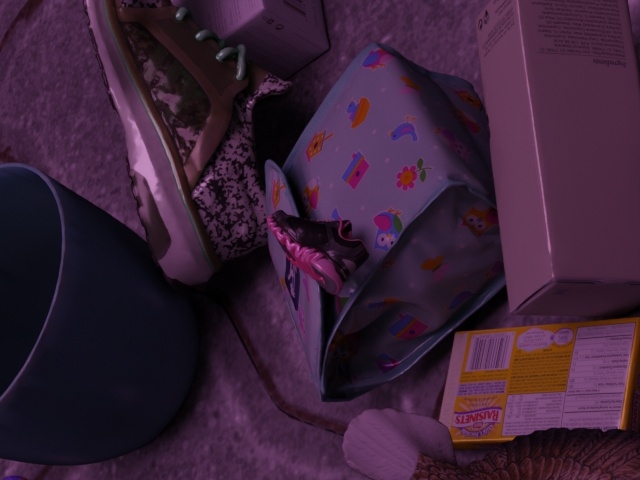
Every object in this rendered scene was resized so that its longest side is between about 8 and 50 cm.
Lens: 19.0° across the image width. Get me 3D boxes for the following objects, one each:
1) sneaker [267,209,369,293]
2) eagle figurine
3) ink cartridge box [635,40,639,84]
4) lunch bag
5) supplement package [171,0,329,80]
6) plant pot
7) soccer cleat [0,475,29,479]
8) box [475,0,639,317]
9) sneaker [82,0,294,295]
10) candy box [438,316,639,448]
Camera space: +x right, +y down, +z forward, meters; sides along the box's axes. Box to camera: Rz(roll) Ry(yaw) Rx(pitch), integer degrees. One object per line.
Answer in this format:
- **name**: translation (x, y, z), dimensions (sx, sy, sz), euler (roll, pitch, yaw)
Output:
- **sneaker**: translation (0.000, 0.000, 1.630), dimensions (0.057, 0.047, 0.119), euler (-41, 41, -9)
- **eagle figurine**: translation (0.151, 0.237, 1.476), dimensions (0.298, 0.225, 0.226), euler (-25, 42, 50)
- **ink cartridge box**: translation (0.333, -0.102, 1.550), dimensions (0.109, 0.062, 0.209), euler (-41, 44, 27)
- **lunch bag**: translation (0.050, -0.009, 1.733), dimensions (0.262, 0.160, 0.223), euler (-49, 39, 25)
- **supplement package**: translation (-0.093, -0.219, 2.040), dimensions (0.179, 0.105, 0.105), euler (-32, 51, 32)
- **plant pot**: translation (-0.268, 0.098, 1.954), dimensions (0.293, 0.235, 0.293), euler (-23, 54, 37)
- **soccer cleat**: translation (-0.326, 0.345, 1.991), dimensions (0.083, 0.095, 0.248), euler (-37, 47, 28)
- **box**: translation (0.206, -0.078, 1.587), dimensions (0.094, 0.113, 0.275), euler (134, 137, -62)
- **sneaker**: translation (-0.122, -0.160, 1.937), dimensions (0.182, 0.158, 0.410), euler (-15, 91, 1)
- **candy box**: translation (0.187, 0.123, 1.613), dimensions (0.206, 0.027, 0.105), euler (-7, 66, 46)
